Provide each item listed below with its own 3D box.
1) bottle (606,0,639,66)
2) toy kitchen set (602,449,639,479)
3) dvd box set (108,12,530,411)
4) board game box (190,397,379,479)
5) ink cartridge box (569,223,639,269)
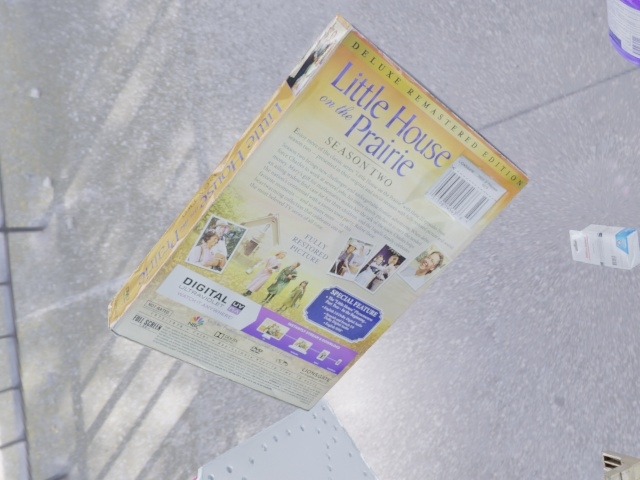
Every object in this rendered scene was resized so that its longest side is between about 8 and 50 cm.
[{"bbox_3d":[0.490,-0.386,1.050,0.092,0.283,0.118,-36,55,5],"label":"bottle"},{"bbox_3d":[0.499,0.411,1.183,0.075,0.083,0.068,-3,97,61],"label":"toy kitchen set"},{"bbox_3d":[0.000,0.000,0.806,0.420,0.307,0.062,-49,35,16],"label":"dvd box set"},{"bbox_3d":[0.009,0.472,1.094,0.050,0.390,0.390,-40,76,24],"label":"board game box"},{"bbox_3d":[0.377,0.007,0.921,0.083,0.028,0.048,12,121,52],"label":"ink cartridge box"}]
